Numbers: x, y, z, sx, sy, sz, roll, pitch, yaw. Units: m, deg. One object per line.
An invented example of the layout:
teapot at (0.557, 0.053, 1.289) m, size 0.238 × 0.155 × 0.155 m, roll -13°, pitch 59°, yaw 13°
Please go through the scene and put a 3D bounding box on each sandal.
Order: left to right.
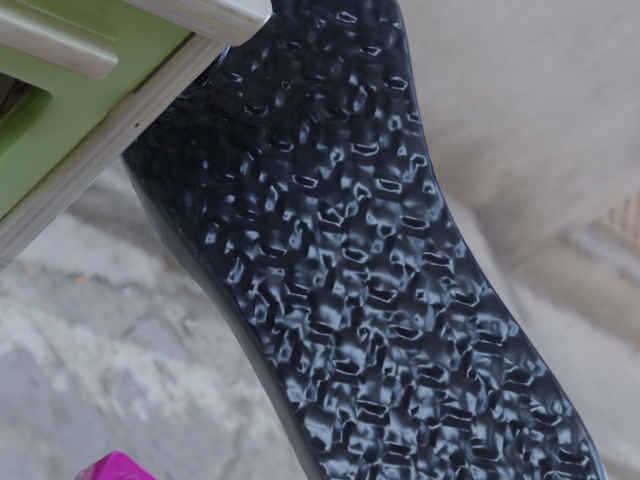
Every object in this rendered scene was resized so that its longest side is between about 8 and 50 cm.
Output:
sandal at (-0.002, 0.002, 0.927) m, size 0.107 × 0.167 × 0.445 m, roll 96°, pitch -27°, yaw -68°

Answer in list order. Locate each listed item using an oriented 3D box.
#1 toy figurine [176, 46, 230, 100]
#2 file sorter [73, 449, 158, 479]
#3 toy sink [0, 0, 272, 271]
toy figurine at (-0.055, -0.197, 0.816) m, size 0.148 × 0.213 × 0.209 m, roll 37°, pitch 44°, yaw -23°
file sorter at (-0.044, 0.250, 0.540) m, size 0.291 × 0.182 × 0.202 m, roll 43°, pitch 44°, yaw -19°
toy sink at (-0.117, -0.111, 0.613) m, size 0.153 × 0.234 × 0.131 m, roll 19°, pitch 40°, yaw -44°
